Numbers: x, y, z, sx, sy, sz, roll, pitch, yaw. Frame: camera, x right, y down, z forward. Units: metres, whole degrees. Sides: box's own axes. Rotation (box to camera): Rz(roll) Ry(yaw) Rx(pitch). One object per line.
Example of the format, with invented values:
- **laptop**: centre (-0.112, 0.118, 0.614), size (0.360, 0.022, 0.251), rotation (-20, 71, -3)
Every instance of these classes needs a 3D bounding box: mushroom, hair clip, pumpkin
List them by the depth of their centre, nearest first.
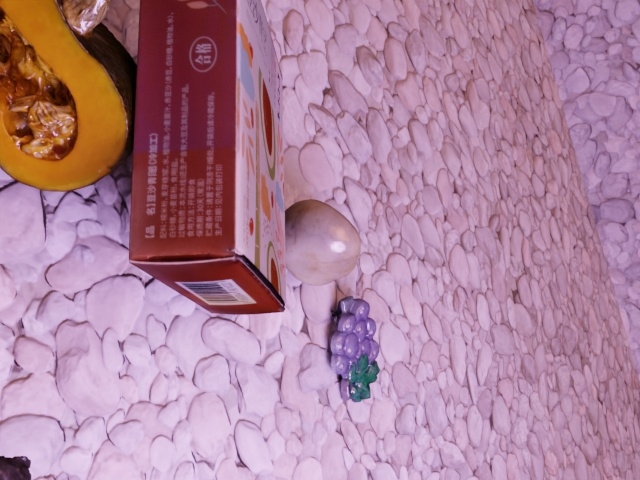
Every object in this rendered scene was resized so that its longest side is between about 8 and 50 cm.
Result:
- **pumpkin**: centre (-0.310, -0.218, 0.773), size (0.317, 0.222, 0.139), rotation (57, 3, -17)
- **mushroom**: centre (0.000, 0.000, 1.148), size (0.122, 0.154, 0.154), rotation (-40, 110, -42)
- **hair clip**: centre (0.054, 0.196, 1.246), size (0.124, 0.052, 0.195), rotation (-20, 103, -41)

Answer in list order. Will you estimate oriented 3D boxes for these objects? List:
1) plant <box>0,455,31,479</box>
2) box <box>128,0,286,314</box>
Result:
- **plant**: centre (-0.333, 0.312, 0.669), size (0.131, 0.142, 0.203), rotation (28, 53, -61)
- **box**: centre (-0.128, -0.119, 0.922), size (0.344, 0.122, 0.385), rotation (70, 17, -74)
